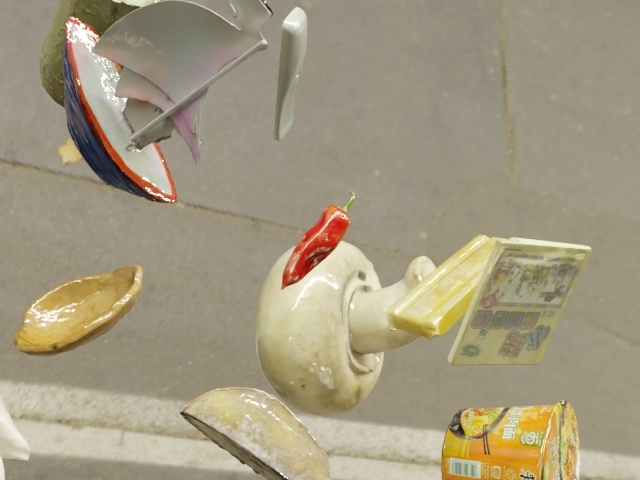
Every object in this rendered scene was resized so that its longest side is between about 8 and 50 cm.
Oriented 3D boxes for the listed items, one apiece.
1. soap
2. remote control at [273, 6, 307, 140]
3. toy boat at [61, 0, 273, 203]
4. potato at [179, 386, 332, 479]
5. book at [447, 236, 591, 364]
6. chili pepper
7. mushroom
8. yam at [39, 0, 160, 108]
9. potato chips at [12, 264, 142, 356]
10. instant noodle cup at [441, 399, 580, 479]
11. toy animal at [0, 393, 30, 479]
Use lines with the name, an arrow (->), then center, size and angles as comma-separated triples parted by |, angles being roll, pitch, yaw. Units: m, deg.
soap -> 0.211, 0.067, 1.355 | 0.252, 0.092, 0.037 | -35, 119, -36
remote control -> -0.038, -0.208, 1.140 | 0.027, 0.184, 0.050 | 22, 47, 12
toy boat -> -0.189, -0.182, 0.949 | 0.219, 0.318, 0.072 | 44, 41, 9
potato -> -0.074, 0.297, 1.329 | 0.261, 0.120, 0.100 | 32, 71, 8
book -> 0.272, 0.087, 1.210 | 0.168, 0.192, 0.013 | 5, 25, -30
chili pepper -> 0.000, 0.000, 1.333 | 0.050, 0.059, 0.191 | 33, 75, 14
mushroom -> 0.019, 0.126, 1.555 | 0.315, 0.356, 0.315 | 17, 34, -12
yam -> -0.402, -0.380, 1.604 | 0.168, 0.304, 0.168 | 16, 53, -23
potato chips -> -0.348, 0.111, 1.311 | 0.208, 0.195, 0.061 | -36, 118, -23
instant noodle cup -> 0.320, 0.378, 1.491 | 0.230, 0.182, 0.230 | 4, 85, -60
toy animal -> -0.505, 0.212, 1.060 | 0.272, 0.206, 0.265 | -13, 66, -19
